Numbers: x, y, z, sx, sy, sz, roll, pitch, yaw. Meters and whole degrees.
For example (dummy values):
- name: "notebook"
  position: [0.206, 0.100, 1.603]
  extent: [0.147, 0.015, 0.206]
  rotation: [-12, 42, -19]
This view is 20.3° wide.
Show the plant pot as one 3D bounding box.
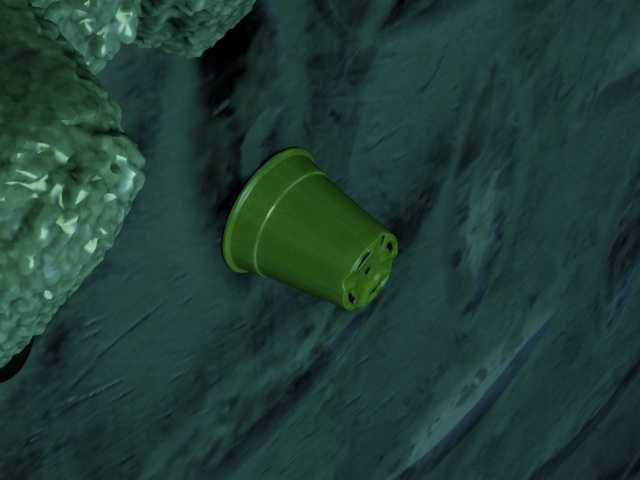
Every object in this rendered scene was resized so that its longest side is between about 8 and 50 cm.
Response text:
- name: "plant pot"
  position: [0.000, 0.000, 1.037]
  extent: [0.083, 0.079, 0.083]
  rotation: [-42, 149, -32]

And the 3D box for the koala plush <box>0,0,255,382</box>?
- name: "koala plush"
  position: [-0.142, -0.023, 0.493]
  extent: [0.196, 0.203, 0.221]
  rotation: [-64, 178, -49]
